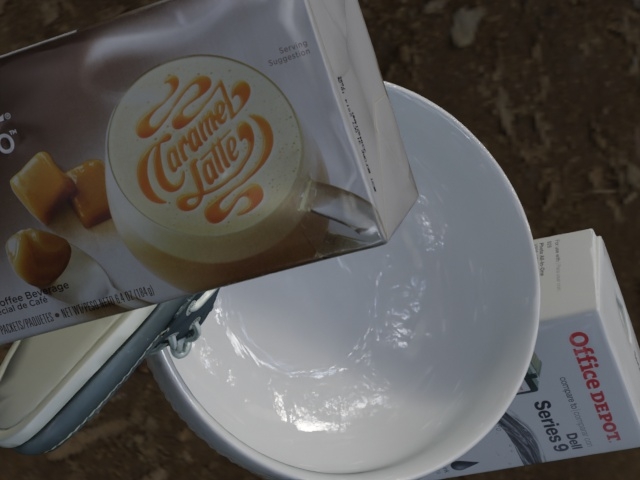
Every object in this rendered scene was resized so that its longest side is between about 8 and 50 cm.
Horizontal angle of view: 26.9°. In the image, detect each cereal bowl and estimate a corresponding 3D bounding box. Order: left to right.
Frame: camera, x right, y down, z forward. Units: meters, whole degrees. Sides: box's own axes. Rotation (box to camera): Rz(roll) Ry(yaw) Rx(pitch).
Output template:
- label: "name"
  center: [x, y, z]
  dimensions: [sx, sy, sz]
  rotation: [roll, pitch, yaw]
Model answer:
- label: "cereal bowl"
  center: [0.001, 0.039, 1.104]
  dimensions: [0.338, 0.141, 0.339]
  rotation: [4, 78, -21]

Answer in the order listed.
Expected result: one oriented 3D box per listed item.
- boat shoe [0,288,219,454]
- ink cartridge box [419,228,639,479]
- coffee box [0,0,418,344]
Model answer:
- label: "boat shoe"
  center: [-0.098, 0.033, 0.917]
  dimensions: [0.319, 0.116, 0.099]
  rotation: [-53, 123, -26]
- label: "ink cartridge box"
  center: [0.167, 0.125, 1.359]
  dimensions: [0.122, 0.289, 0.211]
  rotation: [-81, 151, -47]
- label: "coffee box"
  center: [-0.092, -0.044, 0.677]
  dimensions: [0.246, 0.098, 0.141]
  rotation: [-14, 102, 17]
